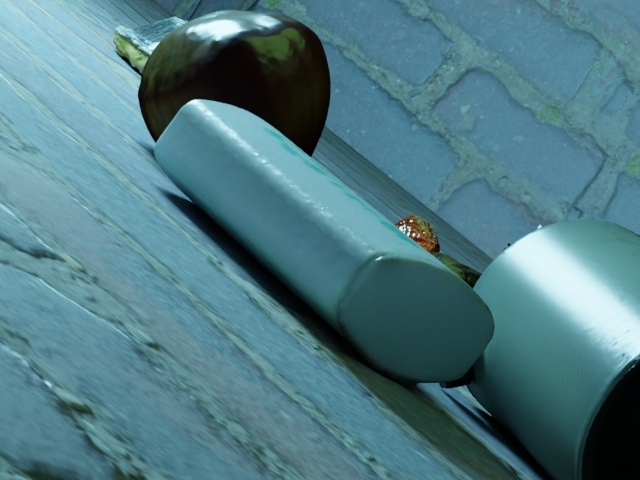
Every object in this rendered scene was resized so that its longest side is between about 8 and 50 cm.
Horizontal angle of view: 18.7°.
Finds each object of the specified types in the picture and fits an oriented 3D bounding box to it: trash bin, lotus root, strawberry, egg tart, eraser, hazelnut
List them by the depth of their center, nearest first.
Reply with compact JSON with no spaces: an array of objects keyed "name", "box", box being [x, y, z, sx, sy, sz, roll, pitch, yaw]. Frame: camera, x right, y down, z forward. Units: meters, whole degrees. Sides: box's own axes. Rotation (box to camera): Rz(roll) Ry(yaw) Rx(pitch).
[{"name":"eraser","box":[0.000,0.000,1.675,0.189,0.104,0.290,25,12,-49]},{"name":"trash bin","box":[0.268,0.125,1.705,0.277,0.217,0.262,-7,23,-17]},{"name":"hazelnut","box":[-0.078,-0.122,1.910,0.208,0.208,0.208,37,5,-4]},{"name":"lotus root","box":[0.139,0.063,2.122,0.089,0.080,0.179,33,-2,22]},{"name":"strawberry","box":[0.111,0.014,2.384,0.083,0.083,0.096,36,14,-10]},{"name":"egg tart","box":[-0.168,-0.231,2.606,0.234,0.094,0.234,35,7,-5]}]

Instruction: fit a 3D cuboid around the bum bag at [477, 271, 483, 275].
[{"name":"bum bag","box":[0.270,0.127,2.358,0.144,0.095,0.340,51,0,-26]}]
